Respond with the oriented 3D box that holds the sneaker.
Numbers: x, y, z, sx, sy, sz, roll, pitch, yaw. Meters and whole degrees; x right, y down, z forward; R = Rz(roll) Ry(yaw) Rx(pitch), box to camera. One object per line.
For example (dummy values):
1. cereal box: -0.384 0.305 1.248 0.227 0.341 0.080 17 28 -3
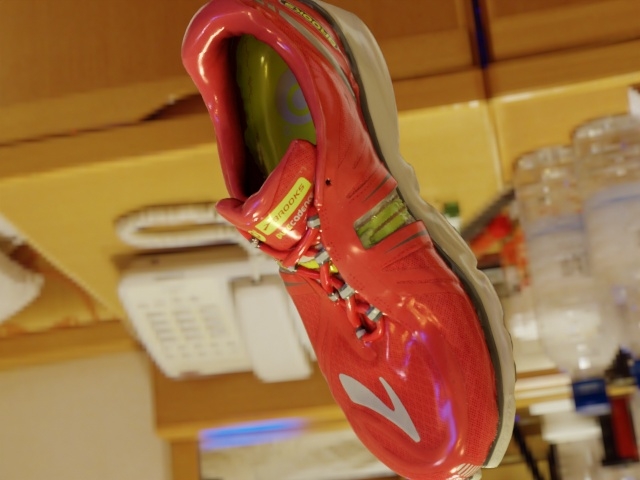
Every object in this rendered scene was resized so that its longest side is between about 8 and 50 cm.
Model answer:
1. sneaker: 0.000 0.000 0.701 0.107 0.279 0.118 -32 164 28
